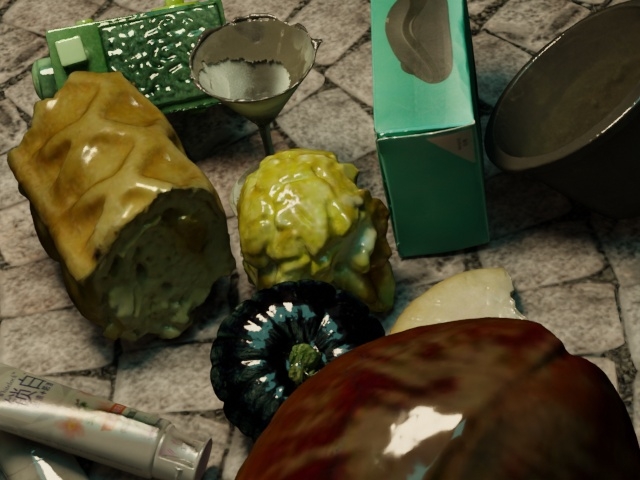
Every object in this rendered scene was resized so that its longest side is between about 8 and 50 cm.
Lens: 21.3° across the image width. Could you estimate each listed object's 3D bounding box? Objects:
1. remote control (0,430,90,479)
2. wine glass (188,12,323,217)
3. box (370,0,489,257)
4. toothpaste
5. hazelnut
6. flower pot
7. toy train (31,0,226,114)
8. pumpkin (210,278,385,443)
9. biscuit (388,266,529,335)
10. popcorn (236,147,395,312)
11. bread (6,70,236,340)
[{"bbox_3d":[-0.300,0.232,1.809,0.073,0.044,0.229,-25,48,-21],"label":"remote control"},{"bbox_3d":[-0.064,-0.132,1.992,0.156,0.232,0.156,-5,47,5],"label":"wine glass"},{"bbox_3d":[0.129,-0.162,2.013,0.118,0.205,0.311,-7,46,9],"label":"box"},{"bbox_3d":[-0.275,0.186,1.797,0.323,0.066,0.100,17,39,8],"label":"toothpaste"},{"bbox_3d":[0.091,0.264,1.526,0.402,0.402,0.429,27,61,29],"label":"hazelnut"},{"bbox_3d":[0.339,-0.133,1.946,0.269,0.166,0.269,-38,24,21],"label":"flower pot"},{"bbox_3d":[-0.220,-0.216,2.098,0.272,0.159,0.188,-12,6,-7],"label":"toy train"},{"bbox_3d":[-0.019,0.133,1.791,0.194,0.150,0.194,13,50,-16],"label":"pumpkin"},{"bbox_3d":[0.161,0.126,1.853,0.188,0.040,0.265,7,48,17],"label":"biscuit"},{"bbox_3d":[0.000,0.000,1.907,0.212,0.198,0.198,27,53,3],"label":"popcorn"},{"bbox_3d":[-0.228,-0.035,1.932,0.196,0.238,0.252,-26,40,-16],"label":"bread"}]
